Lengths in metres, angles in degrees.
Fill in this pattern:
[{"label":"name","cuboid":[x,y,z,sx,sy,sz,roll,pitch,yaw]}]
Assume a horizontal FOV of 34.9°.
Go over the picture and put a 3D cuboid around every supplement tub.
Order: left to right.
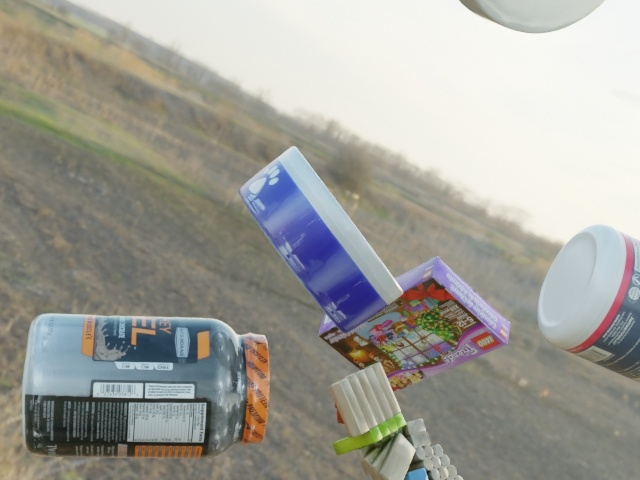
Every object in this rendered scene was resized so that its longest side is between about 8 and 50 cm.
[{"label":"supplement tub","cuboid":[-0.251,0.212,1.482,0.338,0.207,0.207,3,10,-11]},{"label":"supplement tub","cuboid":[0.474,0.108,1.478,0.272,0.191,0.191,23,5,-11]}]

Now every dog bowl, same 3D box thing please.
[{"label":"dog bowl","cuboid":[0.000,0.000,1.458,0.265,0.104,0.265,54,2,-2]}]

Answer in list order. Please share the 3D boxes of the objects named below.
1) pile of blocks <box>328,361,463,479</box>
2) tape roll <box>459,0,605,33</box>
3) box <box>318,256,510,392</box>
[{"label":"pile of blocks","cuboid":[0.113,0.353,1.572,0.362,0.113,0.149,50,41,-12]},{"label":"tape roll","cuboid":[0.350,-0.518,1.576,0.392,0.392,0.072,24,11,-36]},{"label":"box","cuboid":[0.167,0.162,1.856,0.201,0.293,0.057,40,42,-22]}]
